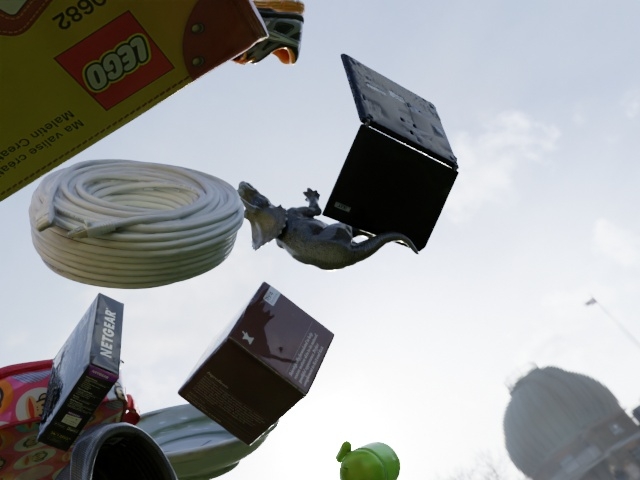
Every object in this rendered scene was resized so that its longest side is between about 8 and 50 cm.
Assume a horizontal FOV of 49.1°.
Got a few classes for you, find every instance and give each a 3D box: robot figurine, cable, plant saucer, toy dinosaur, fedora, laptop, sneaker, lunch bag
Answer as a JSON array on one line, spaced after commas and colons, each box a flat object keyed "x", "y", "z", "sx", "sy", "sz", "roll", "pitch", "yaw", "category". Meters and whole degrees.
[{"x": 0.068, "y": 0.313, "z": 0.956, "sx": 0.067, "sy": 0.101, "sz": 0.115, "roll": -53, "pitch": -23, "yaw": 13, "category": "robot figurine"}, {"x": -0.224, "y": -0.028, "z": 0.873, "sx": 0.257, "sy": 0.257, "sz": 0.089, "roll": -1, "pitch": -67, "yaw": -24, "category": "cable"}, {"x": -0.280, "y": 0.440, "z": 1.502, "sx": 0.401, "sy": 0.400, "sz": 0.100, "roll": -8, "pitch": -88, "yaw": -28, "category": "plant saucer"}, {"x": 0.000, "y": 0.000, "z": 1.164, "sx": 0.160, "sy": 0.314, "sz": 0.121, "roll": -47, "pitch": -21, "yaw": -51, "category": "toy dinosaur"}, {"x": -0.295, "y": 0.396, "z": 0.976, "sx": 0.124, "sy": 0.275, "sz": 0.244, "roll": -30, "pitch": -35, "yaw": 13, "category": "fedora"}, {"x": 0.108, "y": -0.148, "z": 1.200, "sx": 0.234, "sy": 0.264, "sz": 0.136, "roll": 20, "pitch": -47, "yaw": -36, "category": "laptop"}, {"x": -0.107, "y": -0.263, "z": 0.893, "sx": 0.215, "sy": 0.084, "sz": 0.083, "roll": -11, "pitch": -76, "yaw": -31, "category": "sneaker"}, {"x": -0.422, "y": 0.297, "z": 1.141, "sx": 0.258, "sy": 0.120, "sz": 0.293, "roll": -5, "pitch": -34, "yaw": -30, "category": "lunch bag"}]

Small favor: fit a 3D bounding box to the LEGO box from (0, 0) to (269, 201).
[{"x": -0.345, "y": -0.181, "z": 0.497, "sx": 0.500, "sy": 0.372, "sz": 0.193, "roll": -30, "pitch": -33, "yaw": 5, "category": "LEGO box"}]

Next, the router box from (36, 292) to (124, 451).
[{"x": -0.317, "y": 0.170, "z": 0.937, "sx": 0.046, "sy": 0.179, "sz": 0.133, "roll": 30, "pitch": -74, "yaw": -25, "category": "router box"}]

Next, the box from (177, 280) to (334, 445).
[{"x": -0.115, "y": 0.221, "z": 1.254, "sx": 0.167, "sy": 0.168, "sz": 0.203, "roll": 39, "pitch": -53, "yaw": -6, "category": "box"}]
